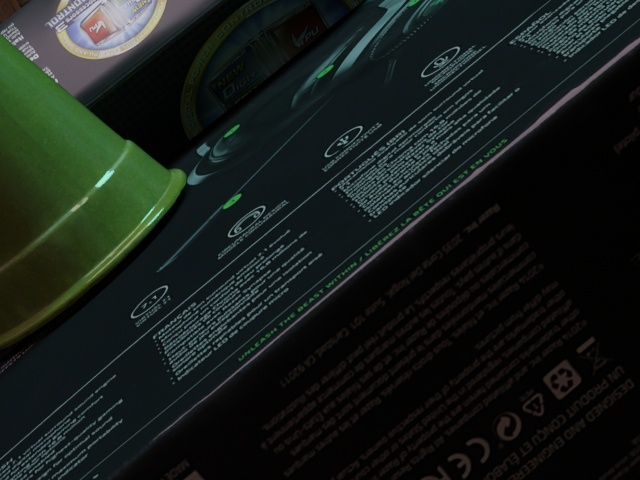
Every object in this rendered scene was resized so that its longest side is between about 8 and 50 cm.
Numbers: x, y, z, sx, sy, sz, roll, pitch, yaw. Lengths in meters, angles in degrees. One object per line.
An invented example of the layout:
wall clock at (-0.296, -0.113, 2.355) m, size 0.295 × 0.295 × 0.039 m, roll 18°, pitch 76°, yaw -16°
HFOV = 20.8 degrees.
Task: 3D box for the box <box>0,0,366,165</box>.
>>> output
box at (-0.073, -0.002, 0.680) m, size 0.270 × 0.216 × 0.060 m, roll -39°, pitch 57°, yaw -3°

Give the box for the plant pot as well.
plant pot at (-0.097, -0.022, 0.525) m, size 0.083 × 0.079 × 0.083 m, roll -36°, pitch 16°, yaw 12°

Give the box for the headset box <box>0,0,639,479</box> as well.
headset box at (0.022, 0.025, 0.515) m, size 0.246 × 0.131 × 0.283 m, roll -39°, pitch 15°, yaw -2°
